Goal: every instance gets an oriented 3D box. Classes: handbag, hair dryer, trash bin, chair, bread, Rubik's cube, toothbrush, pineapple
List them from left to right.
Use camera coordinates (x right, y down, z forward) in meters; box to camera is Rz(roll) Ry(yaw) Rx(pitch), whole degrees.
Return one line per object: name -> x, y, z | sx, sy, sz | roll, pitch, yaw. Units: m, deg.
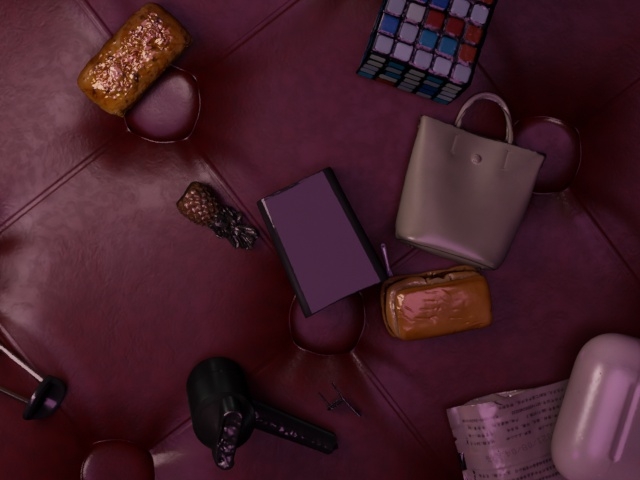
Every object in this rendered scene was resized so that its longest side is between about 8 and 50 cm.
chair -> -0.583, 0.255, 1.889 | 0.221, 0.095, 0.104 | 29, 107, -3
bread -> -0.332, -0.323, 1.842 | 0.114, 0.083, 0.211 | 42, 96, -8
pineapple -> -0.185, -0.039, 1.878 | 0.159, 0.074, 0.074 | 37, 95, -12
hair dryer -> -0.090, 0.336, 1.839 | 0.302, 0.244, 0.116 | 22, 101, -17
trash bin -> 0.000, 0.000, 1.862 | 0.165, 0.115, 0.226 | -26, 91, 4
chair -> 0.034, 0.307, 1.924 | 0.042, 0.037, 0.086 | -42, 90, -8
toothbrush -> 0.129, 0.069, 1.914 | 0.011, 0.013, 0.131 | -14, 93, -2
Rubik's cube -> 0.183, -0.357, 1.777 | 0.187, 0.184, 0.182 | 19, 86, -5
bread -> 0.213, 0.115, 1.883 | 0.200, 0.077, 0.116 | -9, 100, -5
handbag -> 0.270, -0.116, 1.852 | 0.241, 0.109, 0.316 | 18, 92, -2

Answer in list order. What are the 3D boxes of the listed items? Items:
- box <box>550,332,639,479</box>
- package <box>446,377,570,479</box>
box -> 0.606, 0.336, 1.868 | 0.348, 0.141, 0.289 | 16, 93, -5
package -> 0.377, 0.381, 1.922 | 0.250, 0.062, 0.204 | -14, 97, -3
